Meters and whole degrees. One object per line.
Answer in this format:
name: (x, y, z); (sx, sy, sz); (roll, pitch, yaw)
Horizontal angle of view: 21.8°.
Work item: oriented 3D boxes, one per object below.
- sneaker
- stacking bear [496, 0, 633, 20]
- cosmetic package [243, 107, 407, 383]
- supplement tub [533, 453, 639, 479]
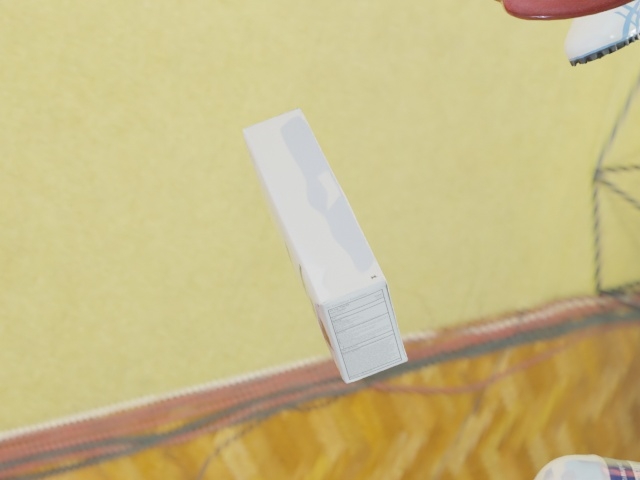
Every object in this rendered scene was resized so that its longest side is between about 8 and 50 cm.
sneaker: (0.296, -0.255, 1.710); (0.086, 0.085, 0.237); (58, 38, -21)
stacking bear: (0.168, -0.238, 0.959); (0.289, 0.164, 0.175); (11, 77, -82)
cosmetic package: (0.000, 0.000, 1.388); (0.060, 0.239, 0.099); (-19, 132, -5)
supplement tub: (0.267, 0.254, 0.916); (0.235, 0.324, 0.235); (8, 90, -88)
